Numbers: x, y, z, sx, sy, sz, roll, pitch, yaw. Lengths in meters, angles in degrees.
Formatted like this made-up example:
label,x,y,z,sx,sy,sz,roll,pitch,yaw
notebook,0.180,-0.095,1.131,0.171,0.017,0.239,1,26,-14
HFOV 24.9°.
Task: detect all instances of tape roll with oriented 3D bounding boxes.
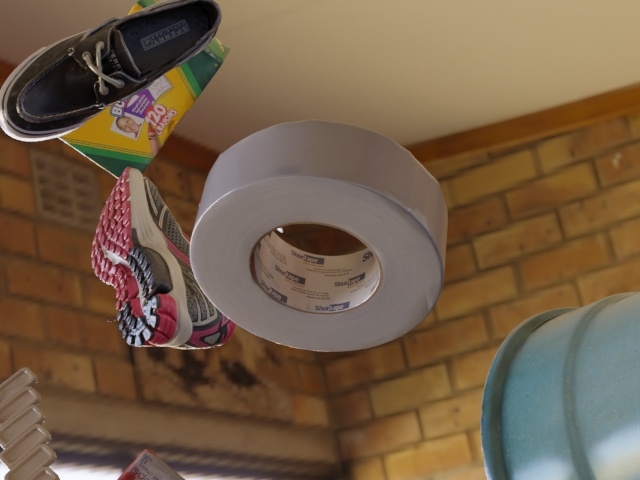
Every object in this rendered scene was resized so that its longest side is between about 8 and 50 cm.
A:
label,x,y,z,sx,sy,sz,roll,pitch,yaw
tape roll,0.000,0.000,1.253,0.219,0.072,0.219,5,-44,5

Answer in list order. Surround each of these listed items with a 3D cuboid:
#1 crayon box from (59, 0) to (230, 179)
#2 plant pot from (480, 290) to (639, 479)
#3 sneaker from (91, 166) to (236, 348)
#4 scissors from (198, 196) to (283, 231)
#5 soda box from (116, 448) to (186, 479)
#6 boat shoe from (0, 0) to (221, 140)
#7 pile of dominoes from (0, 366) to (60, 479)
label,x,y,z,sx,sy,sz,roll,pitch,yaw
crayon box,-0.292,-0.243,2.331,0.165,0.081,0.278,35,-64,-9
plant pot,0.370,0.148,1.187,0.341,0.341,0.334,5,-28,-40
sneaker,-0.189,0.028,1.685,0.112,0.299,0.121,11,-57,-29
scissors,-0.060,-0.029,1.861,0.109,0.021,0.297,-3,-10,20
soda box,-0.253,0.362,1.868,0.092,0.083,0.263,-47,-3,-34
boat shoe,-0.254,-0.215,1.764,0.301,0.108,0.102,-27,9,-16
pile of dominoes,-0.376,0.265,1.579,0.196,0.251,0.040,-25,-48,-3
